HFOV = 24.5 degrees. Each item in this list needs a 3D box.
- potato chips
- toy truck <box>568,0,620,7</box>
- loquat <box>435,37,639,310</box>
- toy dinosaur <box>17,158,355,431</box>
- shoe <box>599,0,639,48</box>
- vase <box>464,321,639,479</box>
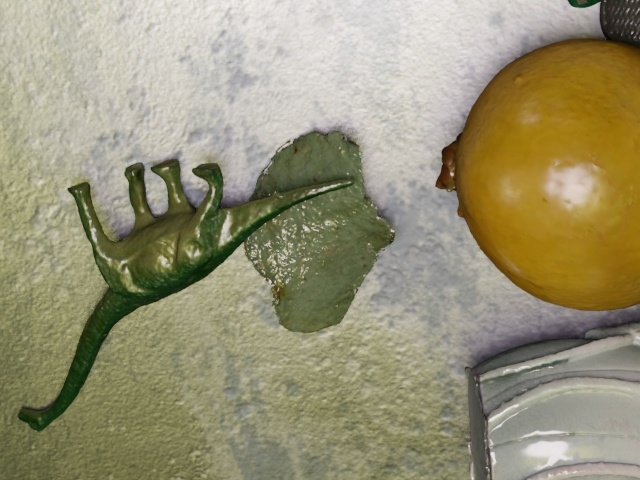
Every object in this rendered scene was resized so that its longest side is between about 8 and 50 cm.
[{"bbox_3d":[0.000,-0.002,1.601,0.167,0.059,0.228,-15,109,13],"label":"potato chips"},{"bbox_3d":[0.298,-0.291,1.469,0.147,0.079,0.065,-25,148,13],"label":"toy truck"},{"bbox_3d":[0.252,-0.064,1.467,0.274,0.275,0.275,1,110,2],"label":"loquat"},{"bbox_3d":[-0.163,0.066,1.607,0.447,0.087,0.301,-5,106,18],"label":"toy dinosaur"},{"bbox_3d":[0.409,-0.231,1.499,0.241,0.093,0.108,6,94,22],"label":"shoe"},{"bbox_3d":[0.384,0.211,1.588,0.445,0.250,0.250,-4,110,-1],"label":"vase"}]
